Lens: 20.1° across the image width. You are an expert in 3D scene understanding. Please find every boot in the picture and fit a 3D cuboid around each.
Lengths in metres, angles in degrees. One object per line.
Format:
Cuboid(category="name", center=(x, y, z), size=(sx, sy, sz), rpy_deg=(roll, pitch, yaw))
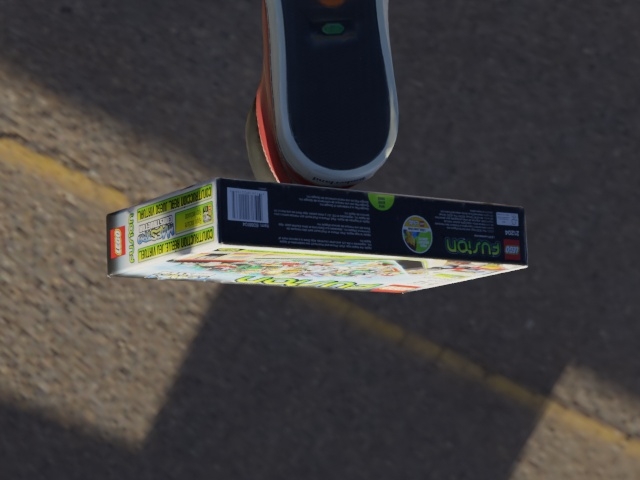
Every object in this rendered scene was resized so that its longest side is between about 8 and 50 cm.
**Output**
Cuboid(category="boot", center=(-0.006, -0.142, 1.042), size=(0.088, 0.176, 0.244), rpy_deg=(2, 84, -9))

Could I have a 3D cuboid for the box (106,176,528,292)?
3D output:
Cuboid(category="box", center=(0.000, 0.000, 0.993), size=(0.207, 0.114, 0.036), rpy_deg=(4, 78, -35))
